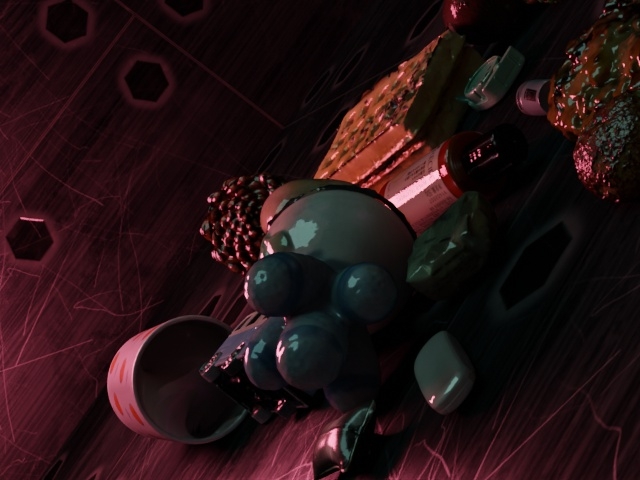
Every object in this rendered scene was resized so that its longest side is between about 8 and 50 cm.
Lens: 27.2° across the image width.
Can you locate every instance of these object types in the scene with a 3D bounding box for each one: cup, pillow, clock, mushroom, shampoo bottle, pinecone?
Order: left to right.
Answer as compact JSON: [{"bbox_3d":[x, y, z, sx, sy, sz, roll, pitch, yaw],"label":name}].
[{"bbox_3d":[-0.257,0.247,2.324,0.212,0.212,0.317,-57,12,-17],"label":"cup"},{"bbox_3d":[-0.111,-0.024,2.588,0.221,0.221,0.221,-50,13,15],"label":"pinecone"},{"bbox_3d":[0.012,-0.013,2.209,0.206,0.209,0.206,-25,4,2],"label":"mushroom"},{"bbox_3d":[0.028,0.248,1.631,0.136,0.055,0.091,147,126,-65],"label":"pillow"},{"bbox_3d":[0.190,-0.087,1.861,0.278,0.104,0.104,-34,23,56],"label":"shampoo bottle"},{"bbox_3d":[0.275,-0.259,2.170,0.101,0.041,0.135,-58,13,-21],"label":"clock"}]

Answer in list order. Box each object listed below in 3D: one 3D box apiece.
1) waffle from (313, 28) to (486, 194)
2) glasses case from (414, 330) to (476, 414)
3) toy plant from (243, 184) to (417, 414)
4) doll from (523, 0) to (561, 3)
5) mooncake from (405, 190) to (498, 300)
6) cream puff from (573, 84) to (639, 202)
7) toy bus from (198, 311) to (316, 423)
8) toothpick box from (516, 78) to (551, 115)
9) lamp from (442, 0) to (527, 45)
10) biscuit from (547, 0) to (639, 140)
[{"bbox_3d":[0.125,-0.192,2.366,0.376,0.114,0.261,-34,22,55],"label":"waffle"},{"bbox_3d":[0.142,0.151,1.522,0.063,0.041,0.164,-53,13,8],"label":"glasses case"},{"bbox_3d":[0.007,0.093,1.731,0.247,0.247,0.332,-47,12,26],"label":"toy plant"},{"bbox_3d":[0.386,-0.423,2.224,0.078,0.076,0.113,-42,-16,2],"label":"doll"},{"bbox_3d":[0.179,0.007,1.711,0.125,0.073,0.130,-43,18,32],"label":"mooncake"},{"bbox_3d":[0.336,-0.112,1.442,0.149,0.084,0.149,-47,15,17],"label":"cream puff"},{"bbox_3d":[-0.068,0.174,2.023,0.164,0.133,0.271,-53,9,-20],"label":"toy bus"},{"bbox_3d":[0.312,-0.200,1.849,0.052,0.052,0.083,-54,13,-4],"label":"toothpick box"},{"bbox_3d":[0.283,-0.424,2.315,0.157,0.156,0.135,-17,47,-9],"label":"lamp"},{"bbox_3d":[0.390,-0.245,1.631,0.289,0.081,0.334,-55,14,-4],"label":"biscuit"}]
